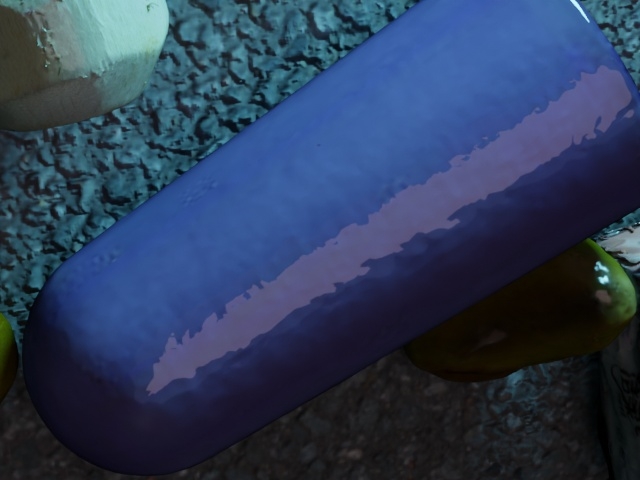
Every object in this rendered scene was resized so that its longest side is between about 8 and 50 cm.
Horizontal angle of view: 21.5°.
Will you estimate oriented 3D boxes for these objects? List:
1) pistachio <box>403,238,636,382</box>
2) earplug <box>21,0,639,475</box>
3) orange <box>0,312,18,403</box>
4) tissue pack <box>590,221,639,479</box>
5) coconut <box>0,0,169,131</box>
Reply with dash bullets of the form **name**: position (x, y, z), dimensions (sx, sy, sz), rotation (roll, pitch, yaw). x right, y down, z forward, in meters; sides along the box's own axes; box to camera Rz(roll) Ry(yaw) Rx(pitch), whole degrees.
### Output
- **pistachio**: position (0.153, 0.047, 1.306), dimensions (0.189, 0.100, 0.110), rotation (-19, 84, 25)
- **earplug**: position (0.000, 0.000, 1.177), dimensions (0.456, 0.215, 0.215), rotation (-33, 116, -6)
- **orange**: position (-0.252, 0.087, 1.159), dimensions (0.085, 0.085, 0.095), rotation (10, 109, -25)
- **tissue pack**: position (0.377, 0.073, 1.403), dimensions (0.332, 0.123, 0.245), rotation (-16, 107, -21)
- **coconut**: position (-0.180, -0.161, 1.070), dimensions (0.161, 0.161, 0.162), rotation (-17, 110, -17)
